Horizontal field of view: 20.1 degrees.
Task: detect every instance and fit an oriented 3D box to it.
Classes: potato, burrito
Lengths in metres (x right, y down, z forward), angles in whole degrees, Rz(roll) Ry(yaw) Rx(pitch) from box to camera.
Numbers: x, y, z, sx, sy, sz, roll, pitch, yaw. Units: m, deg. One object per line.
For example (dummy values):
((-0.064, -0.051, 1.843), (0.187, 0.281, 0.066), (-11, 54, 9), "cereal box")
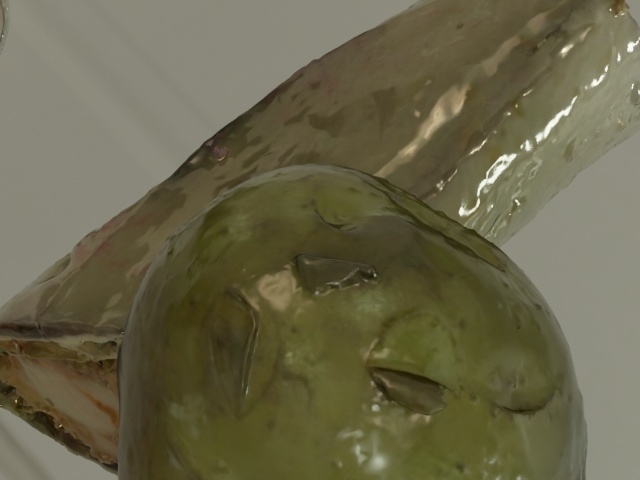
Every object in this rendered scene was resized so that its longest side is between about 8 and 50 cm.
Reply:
((0.017, 0.088, 0.569), (0.169, 0.143, 0.248), (-80, 160, -56), "potato")
((-0.002, -0.002, 0.761), (0.299, 0.143, 0.105), (-39, 128, -9), "burrito")

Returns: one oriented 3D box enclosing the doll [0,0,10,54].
((-0.236, -0.141, 1.131), (0.127, 0.084, 0.073), (-126, -123, -75), "doll")
